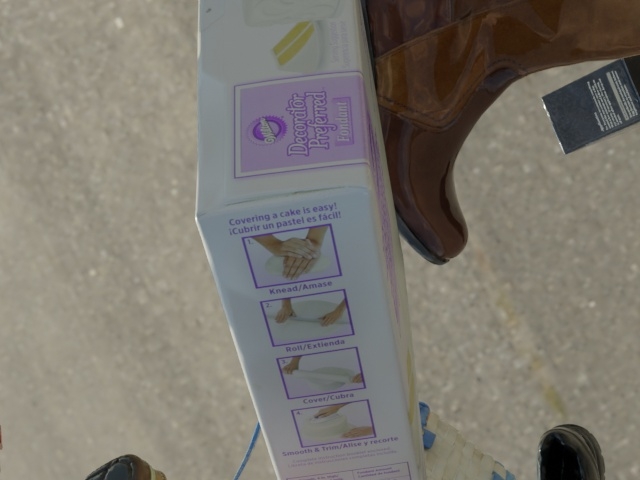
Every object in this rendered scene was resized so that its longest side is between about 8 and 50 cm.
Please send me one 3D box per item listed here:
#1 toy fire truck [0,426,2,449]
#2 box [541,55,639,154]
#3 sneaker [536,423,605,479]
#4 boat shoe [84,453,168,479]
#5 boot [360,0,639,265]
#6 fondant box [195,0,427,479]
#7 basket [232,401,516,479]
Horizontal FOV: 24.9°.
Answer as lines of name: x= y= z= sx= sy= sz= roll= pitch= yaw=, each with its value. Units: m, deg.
toy fire truck: x=-0.366 y=0.258 z=1.555 sx=0.192 sy=0.047 sz=0.135 roll=116 pitch=148 yaw=-77
box: x=0.425 y=-0.202 z=2.029 sx=0.158 sy=0.156 sz=0.093 roll=-24 pitch=87 yaw=50
sneaker: x=0.322 y=0.370 z=1.823 sx=0.130 sy=0.109 sz=0.286 roll=29 pitch=-137 yaw=-66
boat shoe: x=-0.196 y=0.244 z=1.198 sx=0.072 sy=0.190 sz=0.068 roll=39 pitch=-145 yaw=-39
boot: x=0.164 y=-0.132 z=1.164 sx=0.096 sy=0.280 sz=0.264 roll=-30 pitch=-77 yaw=-70
fondant box: x=0.000 y=0.000 z=0.906 sx=0.330 sy=0.096 sz=0.238 roll=76 pitch=-172 yaw=-48
basket: x=0.047 y=0.282 z=1.567 sx=0.289 sy=0.201 sz=0.255 roll=26 pitch=121 yaw=8
